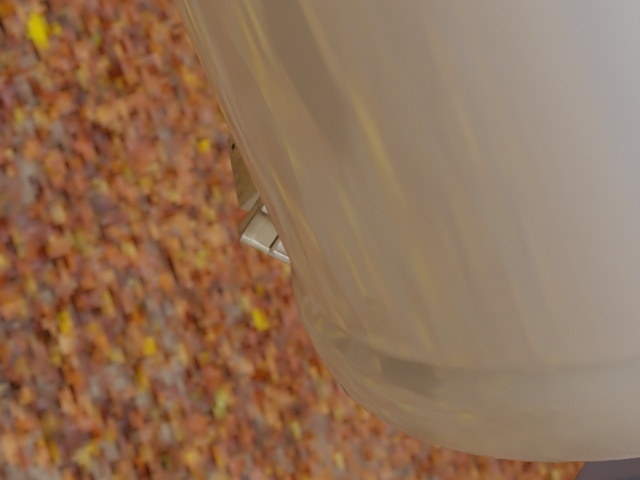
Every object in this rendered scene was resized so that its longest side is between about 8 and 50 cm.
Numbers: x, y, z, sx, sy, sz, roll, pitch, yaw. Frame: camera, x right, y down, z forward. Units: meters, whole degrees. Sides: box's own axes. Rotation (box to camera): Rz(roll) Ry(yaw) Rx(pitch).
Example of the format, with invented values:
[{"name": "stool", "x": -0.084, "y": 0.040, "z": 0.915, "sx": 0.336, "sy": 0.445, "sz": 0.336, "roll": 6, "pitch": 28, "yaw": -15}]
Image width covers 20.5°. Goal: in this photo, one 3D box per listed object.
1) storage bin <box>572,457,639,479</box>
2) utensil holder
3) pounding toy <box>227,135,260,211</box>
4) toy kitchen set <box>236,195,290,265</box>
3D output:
[{"name": "storage bin", "x": 0.185, "y": 0.123, "z": 0.912, "sx": 0.135, "sy": 0.091, "sz": 0.098, "roll": -38, "pitch": 115, "yaw": -61}, {"name": "utensil holder", "x": 0.081, "y": -0.170, "z": 0.652, "sx": 0.327, "sy": 0.327, "sz": 0.385, "roll": -82, "pitch": 153, "yaw": -58}, {"name": "pounding toy", "x": -0.007, "y": -0.091, "z": 1.455, "sx": 0.141, "sy": 0.130, "sz": 0.100, "roll": 14, "pitch": 51, "yaw": -36}, {"name": "toy kitchen set", "x": 0.000, "y": 0.000, "z": 1.193, "sx": 0.083, "sy": 0.068, "sz": 0.075, "roll": 27, "pitch": 20, "yaw": -22}]
